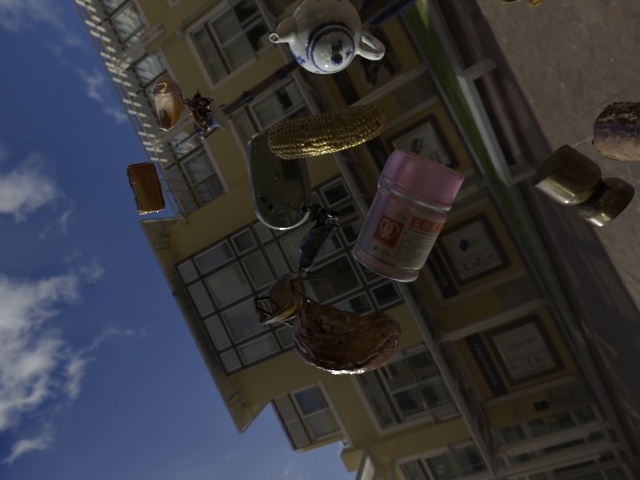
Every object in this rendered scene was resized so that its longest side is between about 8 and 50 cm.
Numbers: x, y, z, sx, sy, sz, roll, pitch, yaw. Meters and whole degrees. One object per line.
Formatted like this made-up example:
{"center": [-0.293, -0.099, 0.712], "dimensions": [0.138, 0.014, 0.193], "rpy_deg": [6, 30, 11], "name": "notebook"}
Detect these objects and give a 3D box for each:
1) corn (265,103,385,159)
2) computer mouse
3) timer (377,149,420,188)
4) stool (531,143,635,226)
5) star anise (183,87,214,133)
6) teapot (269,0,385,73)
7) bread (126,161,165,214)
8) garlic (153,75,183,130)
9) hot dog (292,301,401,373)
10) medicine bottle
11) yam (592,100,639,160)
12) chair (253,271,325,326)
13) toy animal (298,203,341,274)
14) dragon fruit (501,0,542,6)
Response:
{"center": [0.003, -0.256, 0.975], "dimensions": [0.101, 0.311, 0.101], "rpy_deg": [-4, -90, -69], "name": "corn"}
{"center": [-0.133, -0.199, 1.310], "dimensions": [0.095, 0.198, 0.330], "rpy_deg": [-80, -18, -88], "name": "computer mouse"}
{"center": [0.351, -0.288, 1.760], "dimensions": [0.191, 0.208, 0.069], "rpy_deg": [1, -151, -37], "name": "timer"}
{"center": [0.915, -0.194, 1.420], "dimensions": [0.264, 0.179, 0.179], "rpy_deg": [35, -162, 4], "name": "stool"}
{"center": [-0.461, -0.483, 1.526], "dimensions": [0.054, 0.213, 0.156], "rpy_deg": [-32, -68, -42], "name": "star anise"}
{"center": [0.024, -0.674, 1.351], "dimensions": [0.425, 0.252, 0.279], "rpy_deg": [-1, -127, -22], "name": "teapot"}
{"center": [-0.438, -0.131, 1.015], "dimensions": [0.053, 0.074, 0.132], "rpy_deg": [25, 130, 58], "name": "bread"}
{"center": [-0.514, -0.475, 1.341], "dimensions": [0.091, 0.198, 0.128], "rpy_deg": [10, -125, -11], "name": "garlic"}
{"center": [0.075, 0.263, 1.083], "dimensions": [0.387, 0.267, 0.174], "rpy_deg": [46, -124, -68], "name": "hot dog"}
{"center": [0.233, -0.068, 1.098], "dimensions": [0.202, 0.315, 0.202], "rpy_deg": [18, -161, -7], "name": "medicine bottle"}
{"center": [0.706, -0.230, 0.841], "dimensions": [0.130, 0.128, 0.238], "rpy_deg": [26, -170, -9], "name": "yam"}
{"center": [-0.099, 0.191, 1.272], "dimensions": [0.247, 0.159, 0.172], "rpy_deg": [25, -136, -49], "name": "chair"}
{"center": [0.001, 0.004, 1.192], "dimensions": [0.121, 0.117, 0.209], "rpy_deg": [15, -96, -54], "name": "toy animal"}
{"center": [0.721, -0.891, 1.253], "dimensions": [0.228, 0.242, 0.307], "rpy_deg": [19, -174, -11], "name": "dragon fruit"}
